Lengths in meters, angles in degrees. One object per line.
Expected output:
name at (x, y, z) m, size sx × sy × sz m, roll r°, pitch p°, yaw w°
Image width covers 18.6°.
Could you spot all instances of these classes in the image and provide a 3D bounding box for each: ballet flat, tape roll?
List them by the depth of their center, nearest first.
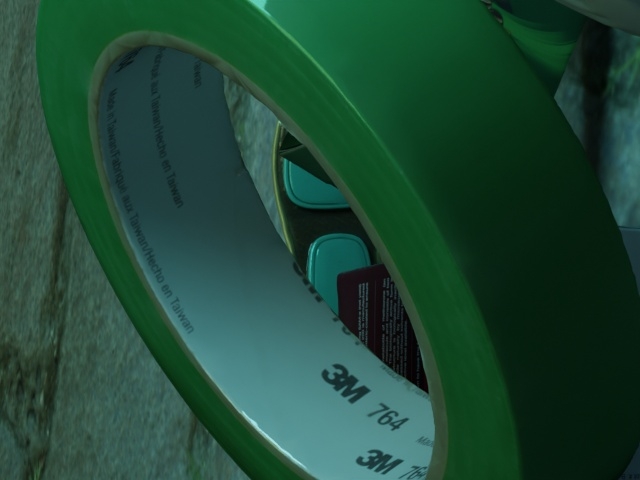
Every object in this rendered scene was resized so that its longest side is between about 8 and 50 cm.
tape roll at (0.000, 0.000, 0.847) m, size 0.321 × 0.077 × 0.321 m, roll 40°, pitch 149°, yaw 30°
ballet flat at (0.005, -0.010, 1.201) m, size 0.073 × 0.080 × 0.232 m, roll 148°, pitch 125°, yaw -78°

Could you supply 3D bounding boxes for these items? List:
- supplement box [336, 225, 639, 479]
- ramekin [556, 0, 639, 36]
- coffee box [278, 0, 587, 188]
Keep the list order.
supplement box at (0.089, 0.069, 1.003) m, size 0.239 × 0.073 × 0.130 m, roll -14°, pitch 74°, yaw 63°
ramekin at (0.145, -0.196, 0.711) m, size 0.127 × 0.273 × 0.273 m, roll 46°, pitch 129°, yaw 42°
coffee box at (0.066, -0.095, 0.956) m, size 0.040 × 0.113 × 0.184 m, roll -11°, pitch 50°, yaw 62°
